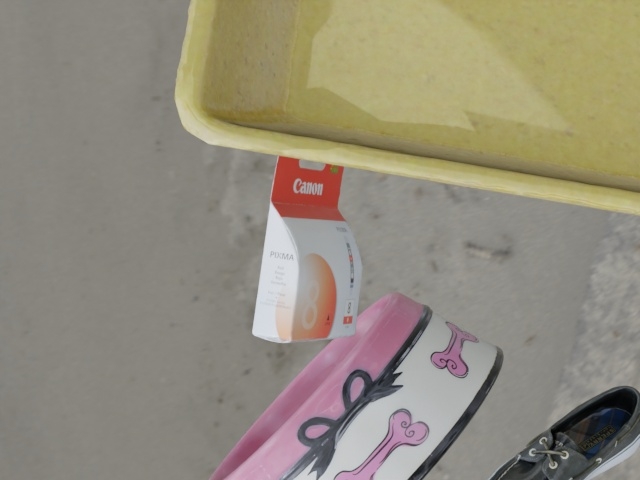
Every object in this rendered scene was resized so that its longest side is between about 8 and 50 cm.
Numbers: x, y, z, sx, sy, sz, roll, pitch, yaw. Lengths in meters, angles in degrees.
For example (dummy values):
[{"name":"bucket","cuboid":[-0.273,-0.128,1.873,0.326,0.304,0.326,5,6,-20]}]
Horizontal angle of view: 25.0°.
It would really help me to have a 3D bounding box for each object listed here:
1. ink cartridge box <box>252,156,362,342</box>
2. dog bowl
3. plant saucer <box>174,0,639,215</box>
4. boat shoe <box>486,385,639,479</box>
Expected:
[{"name":"ink cartridge box","cuboid":[0.000,0.000,1.302,0.045,0.145,0.179,12,94,24]},{"name":"dog bowl","cuboid":[0.026,0.229,1.737,0.150,0.408,0.408,43,114,-2]},{"name":"plant saucer","cuboid":[0.119,-0.151,0.666,0.332,0.081,0.333,9,67,-4]},{"name":"boat shoe","cuboid":[0.149,0.135,0.905,0.049,0.142,0.040,37,143,35]}]
